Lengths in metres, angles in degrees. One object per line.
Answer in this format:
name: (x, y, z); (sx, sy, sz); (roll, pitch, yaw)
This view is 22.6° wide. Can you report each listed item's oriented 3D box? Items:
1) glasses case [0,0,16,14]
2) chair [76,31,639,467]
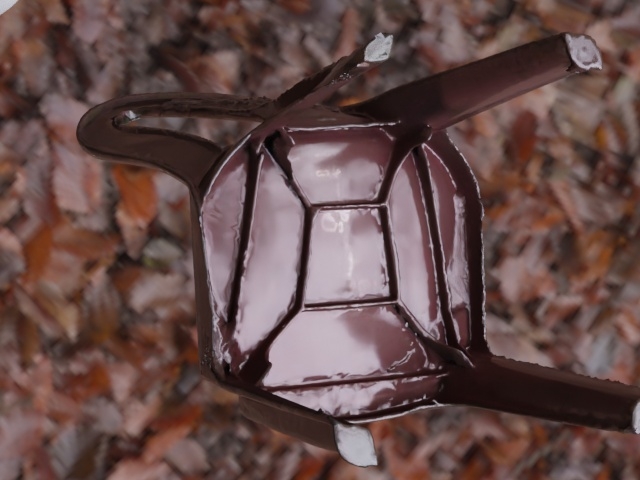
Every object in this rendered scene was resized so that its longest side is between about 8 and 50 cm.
glasses case: (-0.320, -0.184, 1.206); (0.233, 0.092, 0.059); (-17, 86, -57)
chair: (0.000, 0.000, 0.817); (0.175, 0.326, 0.183); (-3, 90, -26)
